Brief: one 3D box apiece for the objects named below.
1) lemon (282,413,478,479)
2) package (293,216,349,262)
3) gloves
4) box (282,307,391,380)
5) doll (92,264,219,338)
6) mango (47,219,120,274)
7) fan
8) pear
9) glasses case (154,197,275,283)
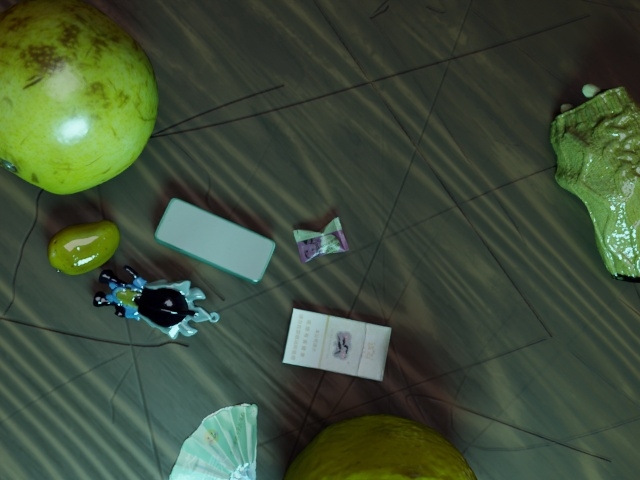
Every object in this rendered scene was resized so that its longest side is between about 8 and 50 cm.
[{"bbox_3d":[0.084,0.403,0.976,0.336,0.336,0.336,1,82,-9],"label":"lemon"},{"bbox_3d":[0.000,0.000,1.177,0.083,0.029,0.059,-17,92,0],"label":"package"},{"bbox_3d":[0.522,-0.105,1.210,0.203,0.155,0.356,-19,82,-15],"label":"gloves"},{"bbox_3d":[0.027,0.171,1.158,0.167,0.024,0.090,12,80,-6],"label":"box"},{"bbox_3d":[-0.253,0.098,1.103,0.195,0.070,0.096,15,95,0],"label":"doll"},{"bbox_3d":[-0.367,0.007,1.100,0.114,0.060,0.080,-32,91,-16],"label":"mango"},{"bbox_3d":[-0.165,0.366,1.110,0.131,0.009,0.240,20,80,-3],"label":"fan"},{"bbox_3d":[-0.373,-0.210,1.030,0.281,0.281,0.281,1,82,-9],"label":"pear"},{"bbox_3d":[-0.170,0.002,1.143,0.184,0.039,0.078,24,79,-5],"label":"glasses case"}]
